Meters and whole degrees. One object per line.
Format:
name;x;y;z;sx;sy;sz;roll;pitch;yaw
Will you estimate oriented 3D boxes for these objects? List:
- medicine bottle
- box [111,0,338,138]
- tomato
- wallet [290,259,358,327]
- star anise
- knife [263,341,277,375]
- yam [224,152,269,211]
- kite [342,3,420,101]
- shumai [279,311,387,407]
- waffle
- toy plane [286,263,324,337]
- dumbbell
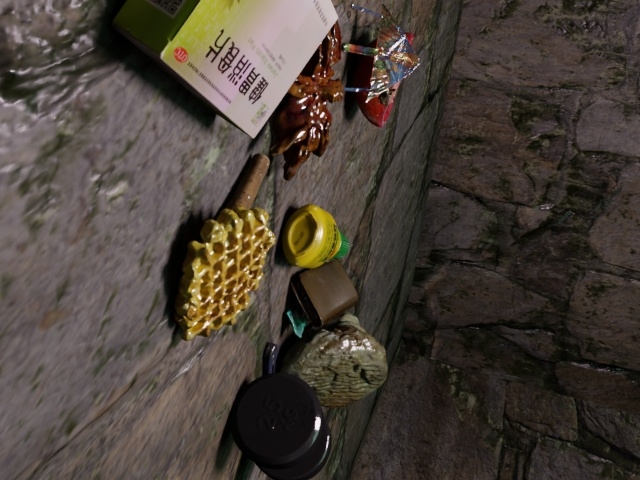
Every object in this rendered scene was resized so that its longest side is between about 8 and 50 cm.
medicine bottle;0.000;0.000;1.323;0.309;0.076;0.111;16;95;-77
box;-0.077;-0.220;0.701;0.175;0.062;0.260;-55;167;1
tomato;0.117;-0.334;1.413;0.173;0.099;0.189;-65;174;-54
wallet;0.012;0.101;1.399;0.110;0.031;0.198;63;25;3
star anise;-0.014;-0.226;1.019;0.288;0.088;0.288;11;90;-76
knife;-0.094;0.237;1.301;0.031;0.018;0.121;-57;159;-49
yam;-0.103;-0.058;0.937;0.032;0.032;0.145;86;21;-52
kite;0.115;-0.344;1.302;0.010;0.160;0.182;-162;-100;-72
shumai;0.012;0.219;1.471;0.271;0.222;0.203;69;1;-57
waffle;-0.118;0.038;0.878;0.191;0.038;0.191;-46;153;-31
toy plane;-0.012;0.124;1.428;0.235;0.060;0.096;-61;139;-56
dumbbell;-0.064;0.336;1.237;0.218;0.153;0.152;78;28;-62
